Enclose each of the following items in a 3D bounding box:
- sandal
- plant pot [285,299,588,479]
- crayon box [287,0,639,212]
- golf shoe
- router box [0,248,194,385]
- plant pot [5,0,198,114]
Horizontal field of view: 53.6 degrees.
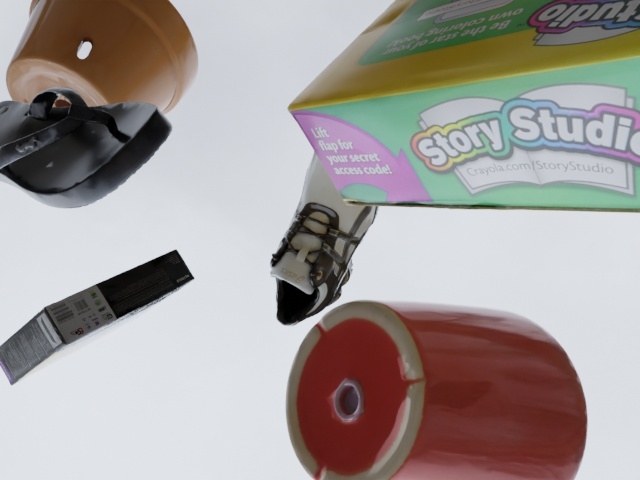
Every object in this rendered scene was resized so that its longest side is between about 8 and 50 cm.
[{"bbox_3d":[-0.225,-0.082,0.502,0.255,0.054,0.097,7,-124,33],"label":"sandal"},{"bbox_3d":[0.112,0.185,0.710,0.243,0.275,0.275,19,-140,-40],"label":"plant pot"},{"bbox_3d":[0.204,-0.155,0.411,0.363,0.106,0.313,5,-132,49],"label":"crayon box"},{"bbox_3d":[0.000,0.000,0.595,0.077,0.198,0.094,21,-145,19],"label":"golf shoe"},{"bbox_3d":[-0.243,0.080,0.692,0.179,0.133,0.046,-30,-91,-53],"label":"router box"},{"bbox_3d":[-0.378,-0.284,1.065,0.291,0.291,0.203,19,-125,0],"label":"plant pot"}]
